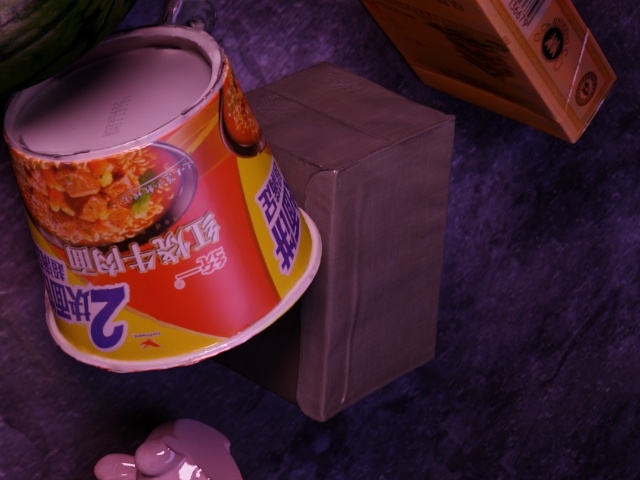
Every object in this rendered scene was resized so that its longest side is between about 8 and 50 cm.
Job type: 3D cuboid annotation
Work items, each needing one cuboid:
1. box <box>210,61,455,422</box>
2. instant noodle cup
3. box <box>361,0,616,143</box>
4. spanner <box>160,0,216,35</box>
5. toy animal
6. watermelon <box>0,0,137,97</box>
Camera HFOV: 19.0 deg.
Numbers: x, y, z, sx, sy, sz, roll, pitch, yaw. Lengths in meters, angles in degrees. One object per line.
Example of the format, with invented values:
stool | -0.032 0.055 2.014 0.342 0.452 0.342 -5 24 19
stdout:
box | 0.000 0.000 1.550 0.155 0.149 0.231 -27 130 -40
instant noodle cup | -0.122 -0.038 1.345 0.213 0.213 0.174 -40 129 -29
box | 0.113 -0.198 1.547 0.076 0.174 0.274 -56 143 -9
spanner | -0.097 -0.256 1.385 0.054 0.015 0.255 -28 131 -40
toy animal | -0.156 0.241 1.554 0.212 0.124 0.124 -44 145 9
watermelon | -0.199 -0.218 1.148 0.330 0.189 0.331 -22 122 -42
